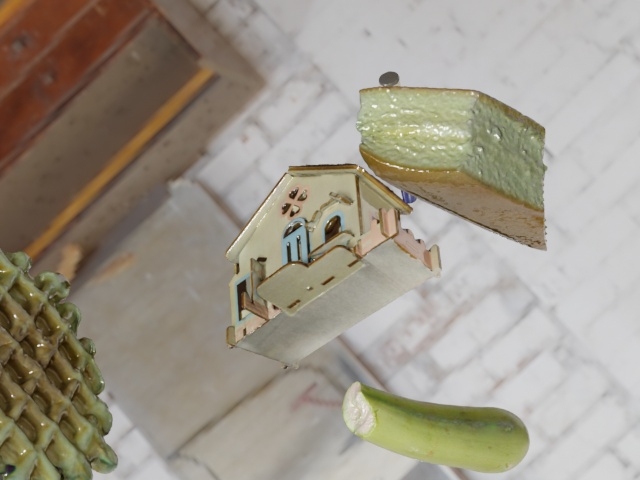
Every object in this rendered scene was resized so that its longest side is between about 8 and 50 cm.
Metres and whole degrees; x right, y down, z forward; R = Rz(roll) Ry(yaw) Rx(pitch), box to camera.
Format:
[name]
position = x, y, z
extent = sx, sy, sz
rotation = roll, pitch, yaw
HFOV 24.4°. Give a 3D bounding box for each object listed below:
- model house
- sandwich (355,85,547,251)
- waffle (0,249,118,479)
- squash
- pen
[model house]
position = 0.000, 0.000, 2.088
extent = 0.326, 0.169, 0.244
rotation = -35, -143, 31
[sandwich]
position = 0.152, -0.072, 1.425
extent = 0.258, 0.094, 0.096
rotation = 23, 150, -31
[waffle]
position = -0.355, 0.146, 1.678
extent = 0.056, 0.309, 0.291
rotation = -27, 159, 30
[squash]
position = 0.145, 0.231, 1.800
extent = 0.250, 0.083, 0.083
rotation = 14, 136, -22
[pen]
position = 0.094, -0.119, 1.753
extent = 0.025, 0.025, 0.204
rotation = -37, 142, -20
